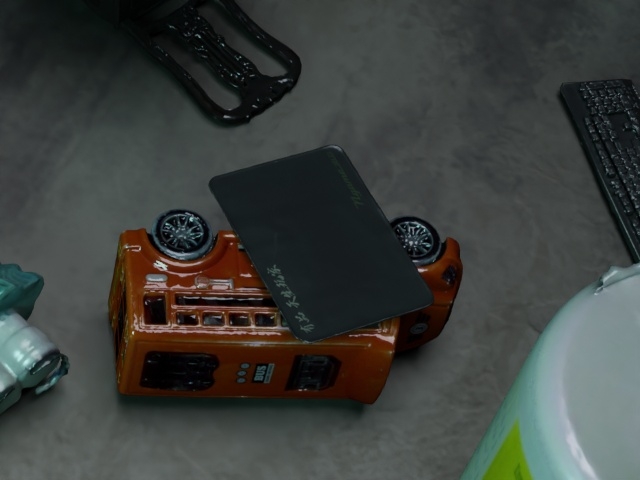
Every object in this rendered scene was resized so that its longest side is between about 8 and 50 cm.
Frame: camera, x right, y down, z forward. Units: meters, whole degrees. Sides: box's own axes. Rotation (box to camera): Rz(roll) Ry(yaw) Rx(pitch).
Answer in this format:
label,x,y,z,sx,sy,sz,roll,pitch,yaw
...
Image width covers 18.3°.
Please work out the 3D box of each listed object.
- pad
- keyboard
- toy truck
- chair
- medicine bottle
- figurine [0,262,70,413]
label,x,y,z,sx,sy,sz,roll,pitch,yaw
pad,0.000,0.000,1.409,0.112,0.003,0.157,-17,58,-24
keyboard,0.261,-0.055,1.627,0.074,0.015,0.196,-9,59,-18
toy truck,-0.023,0.054,1.434,0.253,0.107,0.114,2,53,-11
chair,-0.114,-0.211,1.596,0.229,0.113,0.106,40,59,18
medicine bottle,0.183,0.190,1.220,0.214,0.378,0.213,6,56,-9
figurine,-0.290,0.022,1.401,0.138,0.110,0.245,-39,77,-12
